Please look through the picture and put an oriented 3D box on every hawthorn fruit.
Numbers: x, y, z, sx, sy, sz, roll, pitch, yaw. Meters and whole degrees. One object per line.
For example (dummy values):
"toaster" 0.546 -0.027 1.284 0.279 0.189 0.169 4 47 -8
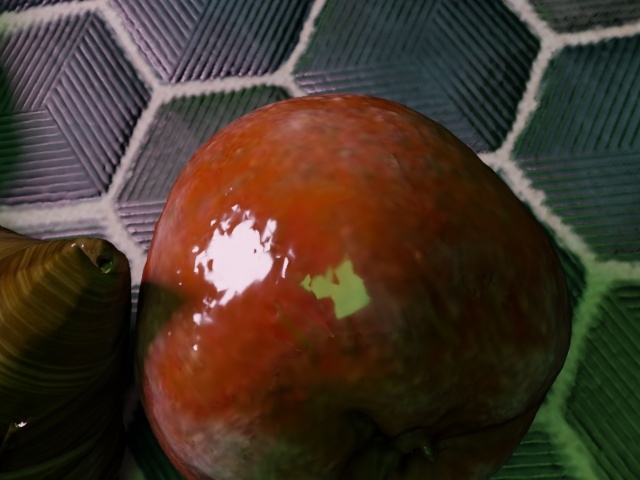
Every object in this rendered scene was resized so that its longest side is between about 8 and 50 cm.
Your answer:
"hawthorn fruit" 0.000 0.032 0.451 0.231 0.235 0.263 -43 77 -11

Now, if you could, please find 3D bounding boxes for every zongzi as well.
"zongzi" -0.206 0.017 0.482 0.134 0.288 0.286 -25 63 -38
